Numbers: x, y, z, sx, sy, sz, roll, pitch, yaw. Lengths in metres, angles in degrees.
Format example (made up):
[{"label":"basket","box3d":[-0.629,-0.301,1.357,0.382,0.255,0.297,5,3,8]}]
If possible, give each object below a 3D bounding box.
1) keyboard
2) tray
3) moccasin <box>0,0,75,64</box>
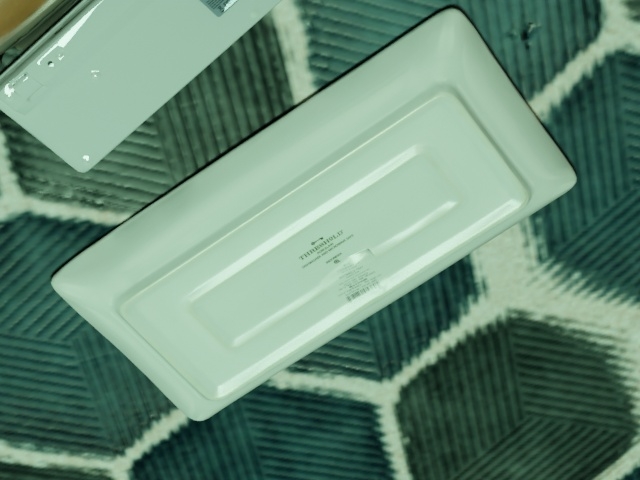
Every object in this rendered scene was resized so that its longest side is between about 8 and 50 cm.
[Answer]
[{"label":"keyboard","box3d":[-0.053,-0.132,0.841,0.256,0.014,0.072,-39,129,16]},{"label":"tray","box3d":[0.000,0.000,0.935,0.270,0.030,0.145,-33,126,12]},{"label":"moccasin","box3d":[-0.131,-0.175,0.712,0.380,0.139,0.147,-32,123,12]}]
